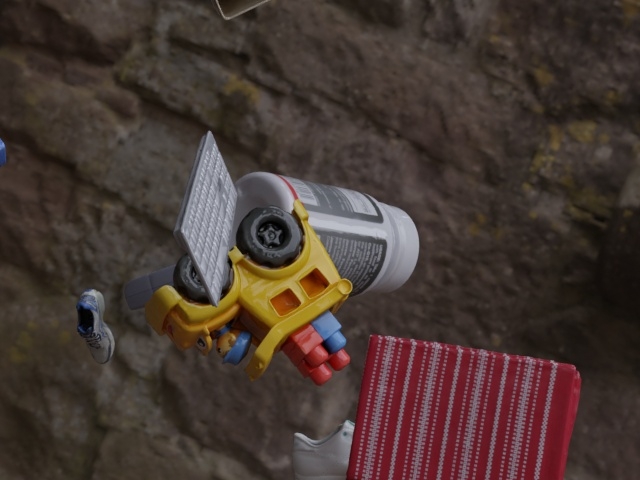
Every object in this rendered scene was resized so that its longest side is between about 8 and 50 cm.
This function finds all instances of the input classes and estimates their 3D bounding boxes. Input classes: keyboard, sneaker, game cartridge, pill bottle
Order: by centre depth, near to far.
[{"bbox_3d":[-0.096,-0.026,0.983,0.072,0.014,0.256,62,10,-21],"label":"keyboard"},{"bbox_3d":[0.000,0.000,1.605,0.283,0.161,0.161,9,13,-45],"label":"pill bottle"},{"bbox_3d":[0.061,0.302,1.613,0.212,0.094,0.080,-8,4,7],"label":"sneaker"},{"bbox_3d":[-0.166,0.047,1.851,0.294,0.060,0.196,-18,1,15],"label":"game cartridge"},{"bbox_3d":[-0.394,0.155,1.921,0.052,0.135,0.058,-6,20,16],"label":"sneaker"}]

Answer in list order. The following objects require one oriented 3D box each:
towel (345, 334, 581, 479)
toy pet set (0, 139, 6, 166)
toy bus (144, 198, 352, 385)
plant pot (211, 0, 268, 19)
[{"bbox_3d":[0.182,0.235,1.422,0.275,0.199,0.031,9,-8,10],"label":"towel"},{"bbox_3d":[-0.369,-0.091,1.204,0.065,0.122,0.114,10,-23,-11],"label":"toy pet set"},{"bbox_3d":[-0.069,0.092,1.339,0.211,0.220,0.149,54,-23,9],"label":"toy bus"},{"bbox_3d":[-0.110,-0.358,1.454,0.109,0.109,0.096,66,-13,-19],"label":"plant pot"}]
